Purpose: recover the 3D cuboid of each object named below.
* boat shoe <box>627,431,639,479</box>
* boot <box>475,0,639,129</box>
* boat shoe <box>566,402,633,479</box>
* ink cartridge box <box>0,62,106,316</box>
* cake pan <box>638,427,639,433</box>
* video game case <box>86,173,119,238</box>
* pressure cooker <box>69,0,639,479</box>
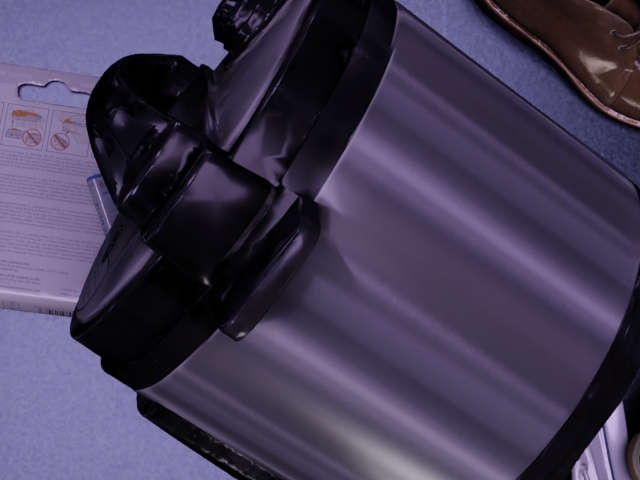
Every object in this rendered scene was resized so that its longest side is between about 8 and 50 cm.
[{"bbox_3d":[0.394,0.193,1.058,0.223,0.073,0.080,-5,85,-15],"label":"boat shoe"},{"bbox_3d":[0.287,-0.192,1.099,0.305,0.115,0.112,30,83,-7],"label":"boot"},{"bbox_3d":[0.249,0.238,1.100,0.084,0.095,0.258,-7,79,-3],"label":"boat shoe"},{"bbox_3d":[-0.258,-0.046,1.067,0.181,0.056,0.225,8,69,-7],"label":"ink cartridge box"},{"bbox_3d":[0.437,0.228,1.135,0.293,0.054,0.293,0,88,-7],"label":"cake pan"},{"bbox_3d":[-0.135,0.008,1.058,0.119,0.015,0.166,-19,91,-41],"label":"video game case"},{"bbox_3d":[0.003,-0.005,0.913,0.420,0.370,0.376,34,58,-16],"label":"pressure cooker"}]
